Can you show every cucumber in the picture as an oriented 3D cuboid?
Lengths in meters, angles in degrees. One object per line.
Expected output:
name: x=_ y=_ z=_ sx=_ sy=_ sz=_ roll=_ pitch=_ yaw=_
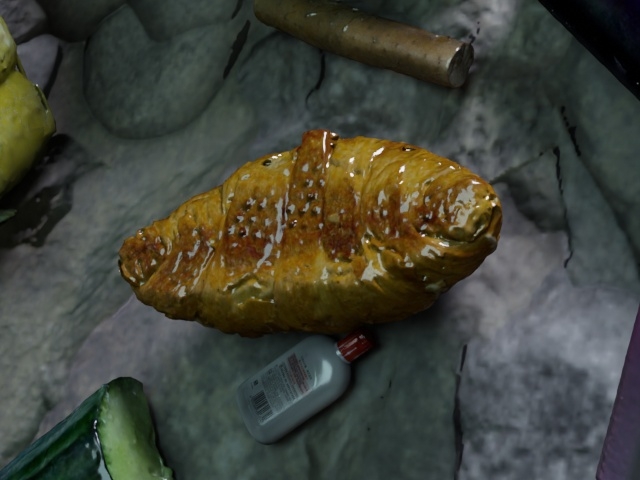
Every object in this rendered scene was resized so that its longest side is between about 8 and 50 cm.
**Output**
cucumber: x=-0.136 y=0.150 z=0.942 sx=0.115 sy=0.062 sz=0.116 roll=-39 pitch=55 yaw=21

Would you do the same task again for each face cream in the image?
face cream: x=-0.007 y=0.073 z=0.905 sx=0.083 sy=0.021 sz=0.040 roll=-36 pitch=57 yaw=19

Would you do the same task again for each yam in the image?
yam: x=0.022 y=-0.114 z=0.944 sx=0.145 sy=0.032 sz=0.032 roll=24 pitch=88 yaw=38

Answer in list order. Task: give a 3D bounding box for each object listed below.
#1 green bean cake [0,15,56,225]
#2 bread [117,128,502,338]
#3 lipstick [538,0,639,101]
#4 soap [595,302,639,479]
green bean cake: x=-0.331 y=-0.131 z=1.050 sx=0.285 sy=0.202 sz=0.310 roll=-9 pitch=110 yaw=28
bread: x=0.000 y=0.000 z=0.891 sx=0.233 sy=0.076 sz=0.105 roll=-9 pitch=68 yaw=31
lipstick: x=0.216 y=-0.047 z=0.764 sx=0.077 sy=0.077 sz=0.418 roll=-48 pitch=55 yaw=11
soap: x=0.193 y=0.039 z=0.699 sx=0.122 sy=0.065 sz=0.203 roll=33 pitch=124 yaw=40
